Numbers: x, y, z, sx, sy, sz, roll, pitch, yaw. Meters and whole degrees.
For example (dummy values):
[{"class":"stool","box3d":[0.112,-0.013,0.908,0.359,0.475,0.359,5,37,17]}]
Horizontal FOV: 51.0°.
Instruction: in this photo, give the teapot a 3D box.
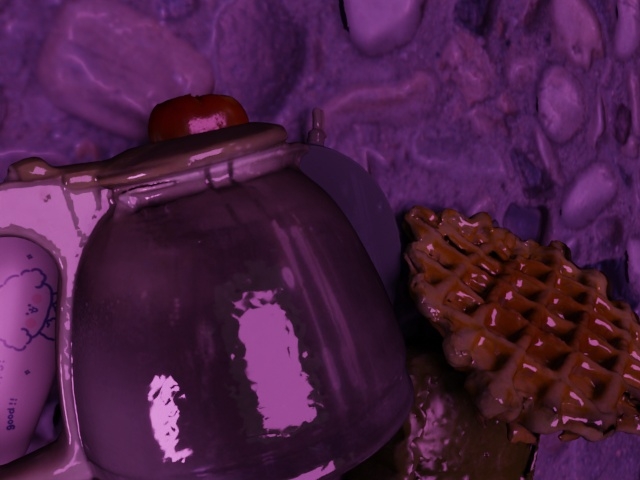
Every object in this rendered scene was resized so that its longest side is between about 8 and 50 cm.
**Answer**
[{"class":"teapot","box3d":[-0.111,0.045,0.483,0.321,0.239,0.239,-13,99,5]}]

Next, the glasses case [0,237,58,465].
[{"class":"glasses case","box3d":[-0.235,0.079,0.505,0.076,0.049,0.197,22,78,-32]}]

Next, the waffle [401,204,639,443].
[{"class":"waffle","box3d":[0.222,0.083,0.703,0.317,0.297,0.073,8,129,-26]}]

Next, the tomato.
[{"class":"tomato","box3d":[-0.103,-0.087,0.571,0.087,0.087,0.075,-14,103,-32]}]

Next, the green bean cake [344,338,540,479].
[{"class":"green bean cake","box3d":[0.131,0.216,0.703,0.200,0.113,0.214,12,84,-33]}]

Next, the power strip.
[{"class":"power strip","box3d":[0.000,0.000,0.655,0.167,0.054,0.253,-17,99,-34]}]
